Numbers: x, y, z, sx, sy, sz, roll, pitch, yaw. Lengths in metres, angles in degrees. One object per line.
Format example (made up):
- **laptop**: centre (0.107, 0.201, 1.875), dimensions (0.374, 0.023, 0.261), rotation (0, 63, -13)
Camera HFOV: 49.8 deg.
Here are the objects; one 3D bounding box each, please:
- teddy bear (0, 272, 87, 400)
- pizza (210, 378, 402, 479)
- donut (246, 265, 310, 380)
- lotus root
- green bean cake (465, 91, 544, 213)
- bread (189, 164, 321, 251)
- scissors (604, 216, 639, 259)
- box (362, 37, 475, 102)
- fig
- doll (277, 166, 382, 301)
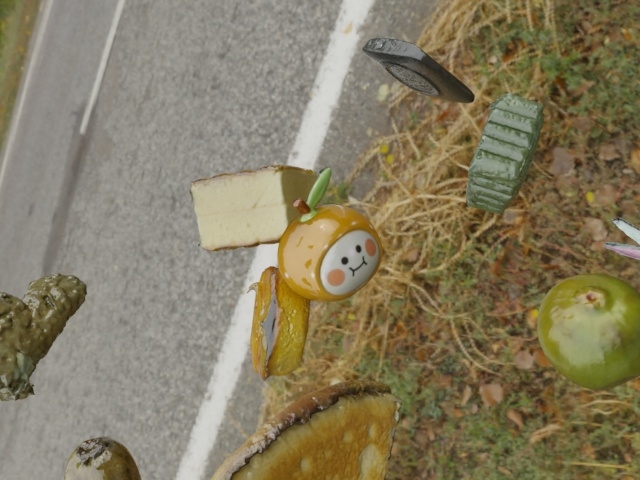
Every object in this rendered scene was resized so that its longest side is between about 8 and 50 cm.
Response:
- **teddy bear**: centre (-0.452, 0.139, 0.872), dimensions (0.256, 0.267, 0.156), rotation (-18, 80, 32)
- **pizza**: centre (0.021, 0.430, 1.375), dimensions (0.080, 0.435, 0.392), rotation (10, 57, 46)
- **donut**: centre (-0.100, 0.182, 1.518), dimensions (0.253, 0.118, 0.254), rotation (-169, 90, -74)
- **lotus root**: centre (-0.384, 0.481, 1.252), dimensions (0.145, 0.128, 0.261), rotation (-2, 107, 29)
- **green bean cake**: centre (0.400, -0.189, 1.519), dimensions (0.227, 0.124, 0.223), rotation (82, -152, -72)
- **bread**: centre (-0.163, -0.088, 1.879), dimensions (0.278, 0.279, 0.207), rotation (-8, 90, 20)
- **scissors**: centre (0.563, 0.022, 1.140), dimensions (0.187, 0.020, 0.134), rotation (31, 131, 37)
- **box**: centre (0.187, -0.319, 1.315), dimensions (0.042, 0.201, 0.212), rotation (-60, 35, 3)
- **fig**: centre (0.507, 0.173, 1.245), dimensions (0.207, 0.230, 0.207), rotation (-35, 26, 20)
- **doll**: centre (0.000, 0.000, 1.384), dimensions (0.213, 0.236, 0.213), rotation (-25, 20, 10)
